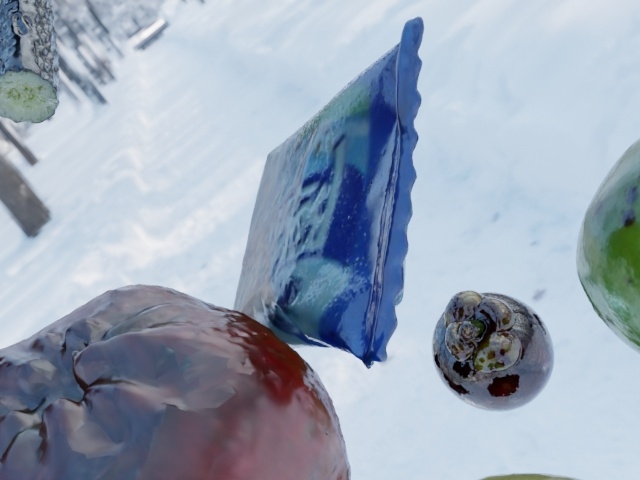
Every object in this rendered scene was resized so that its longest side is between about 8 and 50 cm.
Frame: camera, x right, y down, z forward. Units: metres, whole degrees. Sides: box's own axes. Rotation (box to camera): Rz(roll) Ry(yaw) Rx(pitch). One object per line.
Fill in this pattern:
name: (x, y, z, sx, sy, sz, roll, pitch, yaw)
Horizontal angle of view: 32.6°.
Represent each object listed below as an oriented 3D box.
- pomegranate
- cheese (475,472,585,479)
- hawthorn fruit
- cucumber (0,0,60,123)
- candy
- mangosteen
pomegranate: (0.297, 0.021, 0.778, 0.211, 0.263, 0.211, -16, -25, -8)
cheese: (0.200, 0.303, 0.956, 0.226, 0.214, 0.117, 18, 31, 22)
hawthorn fruit: (-0.081, 0.175, 0.646, 0.254, 0.300, 0.254, -20, 40, 17)
cucumber: (-0.308, -0.234, 1.123, 0.072, 0.072, 0.300, -33, 47, 18)
candy: (0.000, 0.000, 0.691, 0.331, 0.077, 0.187, 156, 120, -70)
mangosteen: (0.170, 0.107, 1.110, 0.140, 0.140, 0.140, -35, 16, 11)
